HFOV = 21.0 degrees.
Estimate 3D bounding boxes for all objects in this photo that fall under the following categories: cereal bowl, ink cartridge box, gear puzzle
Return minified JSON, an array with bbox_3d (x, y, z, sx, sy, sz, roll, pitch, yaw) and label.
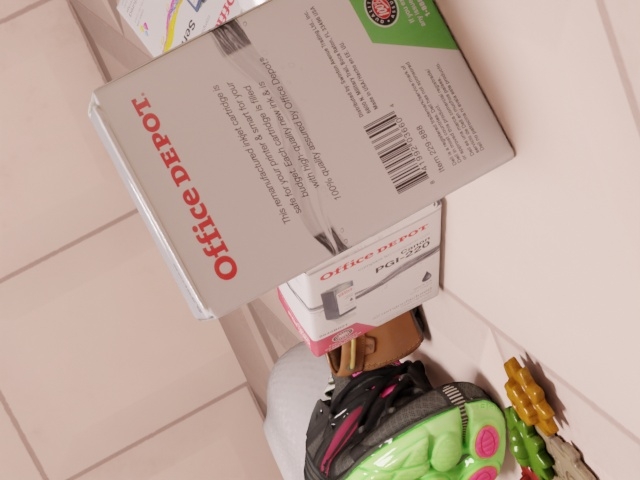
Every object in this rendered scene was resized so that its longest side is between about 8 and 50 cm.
[{"bbox_3d":[0.007,0.317,2.592,0.339,0.141,0.339,156,90,-89],"label":"cereal bowl"},{"bbox_3d":[-0.022,-0.089,1.437,0.211,0.289,0.121,62,169,-1],"label":"ink cartridge box"},{"bbox_3d":[-0.114,-0.251,1.831,0.212,0.093,0.154,52,129,37],"label":"ink cartridge box"},{"bbox_3d":[0.236,0.254,1.751,0.175,0.044,0.339,49,164,50],"label":"gear puzzle"},{"bbox_3d":[0.037,0.012,1.770,0.092,0.159,0.218,58,169,26],"label":"ink cartridge box"}]

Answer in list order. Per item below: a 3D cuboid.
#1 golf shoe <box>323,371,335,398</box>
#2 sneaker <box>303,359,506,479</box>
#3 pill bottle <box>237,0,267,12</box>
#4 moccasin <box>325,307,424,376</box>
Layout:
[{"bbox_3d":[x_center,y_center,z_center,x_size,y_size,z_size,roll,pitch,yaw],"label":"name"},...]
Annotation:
[{"bbox_3d":[0.034,0.183,2.418,0.069,0.086,0.176,64,171,-23],"label":"golf shoe"},{"bbox_3d":[0.070,0.227,2.063,0.483,0.185,0.202,143,121,-66],"label":"sneaker"},{"bbox_3d":[-0.001,-0.169,1.606,0.119,0.119,0.208,42,157,62],"label":"pill bottle"},{"bbox_3d":[-0.001,-0.002,1.946,0.139,0.147,0.380,50,164,47],"label":"moccasin"}]
